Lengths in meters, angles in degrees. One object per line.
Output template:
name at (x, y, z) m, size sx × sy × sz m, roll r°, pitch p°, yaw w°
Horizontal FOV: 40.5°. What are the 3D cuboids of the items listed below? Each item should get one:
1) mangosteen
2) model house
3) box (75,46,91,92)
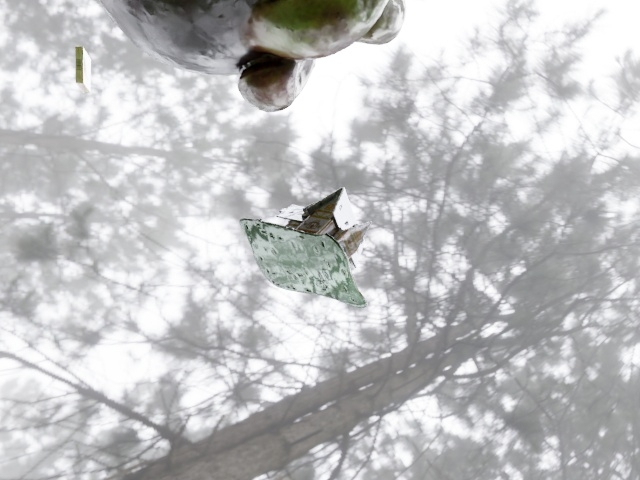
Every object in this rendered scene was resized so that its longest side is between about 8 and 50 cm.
mangosteen at (-0.056, -0.253, 0.724) m, size 0.288 × 0.288 × 0.288 m, roll 0°, pitch -89°, yaw 27°
model house at (0.000, 0.000, 1.040) m, size 0.167 × 0.088 × 0.117 m, roll 9°, pitch -45°, yaw 42°
box at (-0.378, -0.270, 1.380) m, size 0.015 × 0.093 × 0.058 m, roll -1°, pitch -90°, yaw -8°
